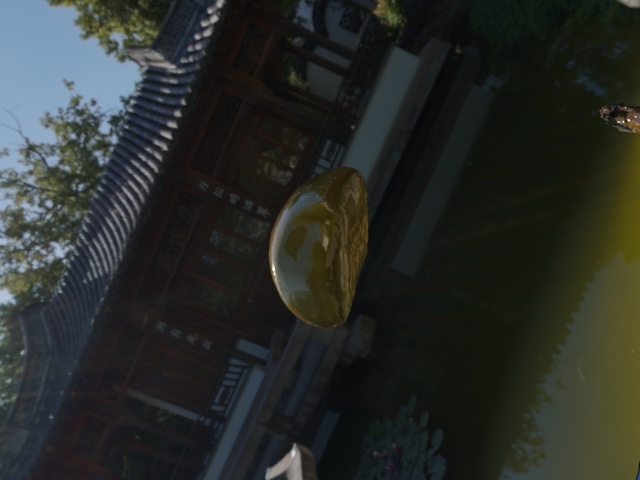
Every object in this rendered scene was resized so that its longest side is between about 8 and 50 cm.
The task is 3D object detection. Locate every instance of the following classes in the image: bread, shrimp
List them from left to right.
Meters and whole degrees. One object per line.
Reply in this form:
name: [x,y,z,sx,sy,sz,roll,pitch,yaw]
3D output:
bread: [0.000,0.000,0.551,0.217,0.098,0.147,-55,-40,-67]
shrimp: [0.441,-0.129,0.588,0.178,0.124,0.034,37,109,50]

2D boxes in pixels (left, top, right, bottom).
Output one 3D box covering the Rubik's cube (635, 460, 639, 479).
Rubik's cube: [0.389,0.210,0.295,0.246,0.250,0.248,-53,5,-24]
